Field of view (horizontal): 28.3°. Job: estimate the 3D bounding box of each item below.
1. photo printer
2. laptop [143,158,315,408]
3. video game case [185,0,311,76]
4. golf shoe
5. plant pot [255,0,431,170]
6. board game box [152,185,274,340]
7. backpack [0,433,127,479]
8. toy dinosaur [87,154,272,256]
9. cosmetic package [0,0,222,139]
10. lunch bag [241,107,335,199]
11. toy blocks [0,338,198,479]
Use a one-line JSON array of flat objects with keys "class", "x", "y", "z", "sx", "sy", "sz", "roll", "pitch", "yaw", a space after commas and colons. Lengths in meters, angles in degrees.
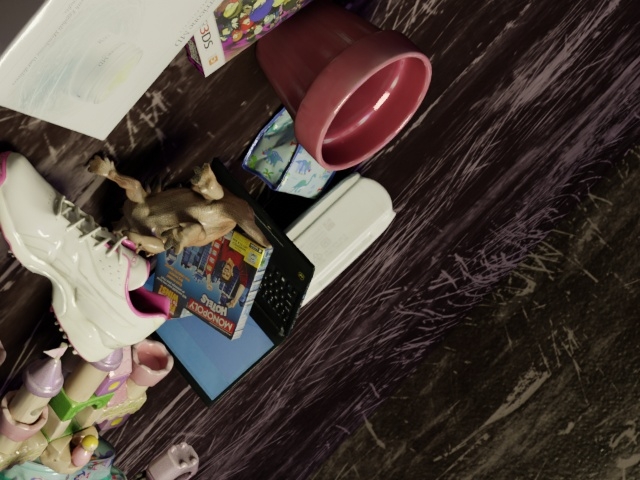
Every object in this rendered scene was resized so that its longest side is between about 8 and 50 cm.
[{"class": "photo printer", "x": 0.000, "y": 0.000, "z": 2.054, "sx": 0.256, "sy": 0.107, "sz": 0.307, "roll": -43, "pitch": -178, "yaw": 1}, {"class": "laptop", "x": -0.155, "y": 0.063, "z": 1.853, "sx": 0.136, "sy": 0.234, "sz": 0.264, "roll": -27, "pitch": 154, "yaw": -34}, {"class": "video game case", "x": -0.075, "y": -0.328, "z": 1.536, "sx": 0.232, "sy": 0.042, "sz": 0.210, "roll": -37, "pitch": 158, "yaw": -13}, {"class": "golf shoe", "x": -0.290, "y": 0.008, "z": 1.546, "sx": 0.140, "sy": 0.115, "sz": 0.306, "roll": -17, "pitch": 125, "yaw": 13}, {"class": "plant pot", "x": 0.017, "y": -0.225, "z": 1.691, "sx": 0.201, "sy": 0.180, "sz": 0.201, "roll": -35, "pitch": 156, "yaw": -18}, {"class": "board game box", "x": -0.164, "y": 0.051, "z": 1.809, "sx": 0.060, "sy": 0.194, "sz": 0.194, "roll": -9, "pitch": 125, "yaw": -55}, {"class": "backpack", "x": -0.448, "y": 0.375, "z": 1.954, "sx": 0.253, "sy": 0.225, "sz": 0.191, "roll": -14, "pitch": 122, "yaw": -41}, {"class": "toy dinosaur", "x": -0.180, "y": -0.033, "z": 1.680, "sx": 0.200, "sy": 0.296, "sz": 0.127, "roll": 21, "pitch": 71, "yaw": -69}, {"class": "cosmetic package", "x": -0.248, "y": -0.243, "z": 1.283, "sx": 0.224, "sy": 0.138, "sz": 0.225, "roll": -48, "pitch": 158, "yaw": 12}, {"class": "lunch bag", "x": -0.022, "y": -0.145, "z": 1.893, "sx": 0.129, "sy": 0.096, "sz": 0.151, "roll": 11, "pitch": 111, "yaw": -61}, {"class": "toy blocks", "x": -0.312, "y": 0.213, "z": 1.762, "sx": 0.288, "sy": 0.309, "sz": 0.260, "roll": -14, "pitch": 150, "yaw": -50}]
